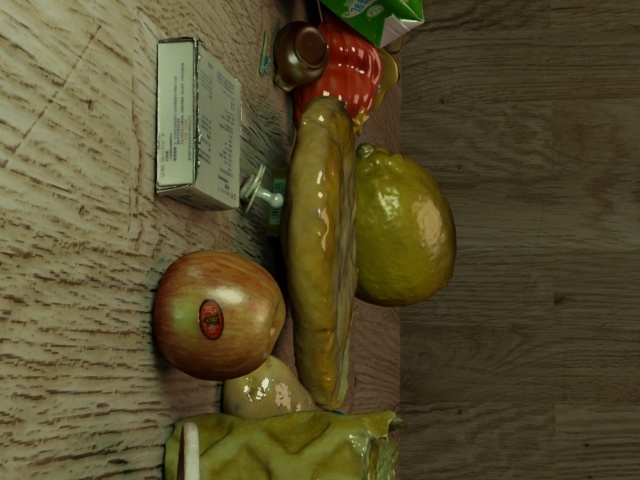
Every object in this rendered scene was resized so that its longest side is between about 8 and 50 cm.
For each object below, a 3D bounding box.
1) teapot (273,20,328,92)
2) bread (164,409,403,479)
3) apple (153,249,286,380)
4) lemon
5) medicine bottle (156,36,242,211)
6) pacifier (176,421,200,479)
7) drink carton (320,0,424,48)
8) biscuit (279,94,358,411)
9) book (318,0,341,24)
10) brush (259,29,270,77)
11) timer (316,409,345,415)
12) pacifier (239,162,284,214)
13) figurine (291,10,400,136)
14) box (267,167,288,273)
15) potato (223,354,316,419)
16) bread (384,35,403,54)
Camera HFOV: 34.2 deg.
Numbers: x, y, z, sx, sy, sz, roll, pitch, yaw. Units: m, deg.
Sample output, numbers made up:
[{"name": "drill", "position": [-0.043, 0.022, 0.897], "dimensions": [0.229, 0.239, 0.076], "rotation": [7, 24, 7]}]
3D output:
[{"name": "teapot", "position": [-0.039, -0.297, 1.692], "dimensions": [0.098, 0.078, 0.129], "rotation": [36, 52, -24]}, {"name": "bread", "position": [-0.038, 0.297, 1.171], "dimensions": [0.196, 0.252, 0.239], "rotation": [-11, 103, -78]}, {"name": "apple", "position": [-0.107, 0.082, 1.130], "dimensions": [0.146, 0.130, 0.146], "rotation": [5, 90, -82]}, {"name": "lemon", "position": [0.126, -0.021, 2.033], "dimensions": [0.316, 0.285, 0.285], "rotation": [38, 33, -17]}, {"name": "medicine bottle", "position": [-0.135, -0.126, 1.202], "dimensions": [0.201, 0.052, 0.171], "rotation": [25, 65, -79]}, {"name": "pacifier", "position": [-0.103, 0.333, 0.938], "dimensions": [0.220, 0.273, 0.332], "rotation": [22, 67, -61]}, {"name": "drink carton", "position": [0.047, -0.458, 1.708], "dimensions": [0.271, 0.108, 0.161], "rotation": [31, 45, -42]}, {"name": "biscuit", "position": [-0.001, 0.000, 1.612], "dimensions": [0.429, 0.104, 0.446], "rotation": [-80, 169, -47]}, {"name": "book", "position": [0.034, -0.439, 1.977], "dimensions": [0.157, 0.026, 0.231], "rotation": [56, -12, 36]}, {"name": "brush", "position": [-0.083, -0.288, 1.597], "dimensions": [0.016, 0.013, 0.084], "rotation": [69, 21, -57]}, {"name": "timer", "position": [-0.010, 0.457, 1.677], "dimensions": [0.340, 0.115, 0.309], "rotation": [-66, 154, -66]}, {"name": "pacifier", "position": [-0.079, -0.069, 1.457], "dimensions": [0.068, 0.064, 0.083], "rotation": [-58, -168, 37]}, {"name": "figurine", "position": [0.032, -0.286, 1.842], "dimensions": [0.208, 0.181, 0.257], "rotation": [-52, -176, 23]}, {"name": "box", "position": [-0.050, -0.022, 1.716], "dimensions": [0.193, 0.030, 0.121], "rotation": [69, 23, -64]}, {"name": "potato", "position": [-0.070, 0.227, 1.394], "dimensions": [0.109, 0.118, 0.178], "rotation": [46, -15, 52]}, {"name": "bread", "position": [0.115, -0.547, 2.303], "dimensions": [0.388, 0.183, 0.236], "rotation": [55, 51, -82]}]
